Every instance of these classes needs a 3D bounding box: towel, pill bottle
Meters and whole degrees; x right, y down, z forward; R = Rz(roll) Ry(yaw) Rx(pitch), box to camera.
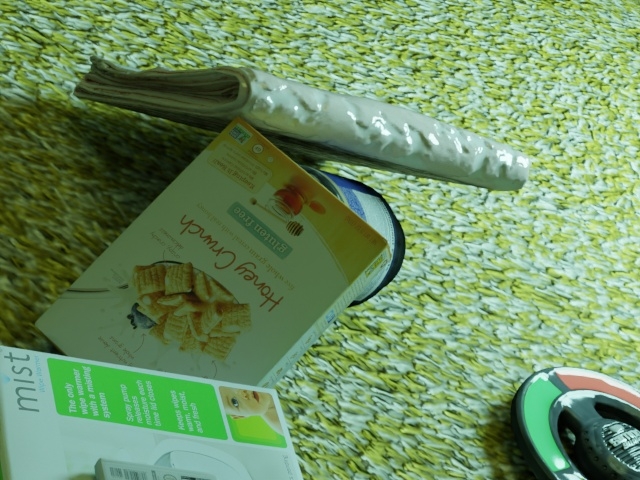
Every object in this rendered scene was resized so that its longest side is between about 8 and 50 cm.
[{"bbox_3d":[-0.020,-0.113,1.570,0.331,0.053,0.317,11,2,-36],"label":"towel"},{"bbox_3d":[0.000,0.000,1.489,0.123,0.123,0.219,41,10,18],"label":"pill bottle"}]

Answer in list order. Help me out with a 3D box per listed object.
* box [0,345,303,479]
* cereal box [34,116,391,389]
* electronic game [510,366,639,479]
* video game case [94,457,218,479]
[{"bbox_3d":[-0.127,0.217,1.123,0.231,0.127,0.262,13,36,-28],"label":"box"},{"bbox_3d":[-0.085,0.040,1.334,0.173,0.240,0.047,39,-11,17],"label":"cereal box"},{"bbox_3d":[0.279,0.202,1.544,0.229,0.048,0.229,21,33,-14],"label":"electronic game"},{"bbox_3d":[-0.093,0.192,1.055,0.087,0.011,0.122,13,36,-29],"label":"video game case"}]
